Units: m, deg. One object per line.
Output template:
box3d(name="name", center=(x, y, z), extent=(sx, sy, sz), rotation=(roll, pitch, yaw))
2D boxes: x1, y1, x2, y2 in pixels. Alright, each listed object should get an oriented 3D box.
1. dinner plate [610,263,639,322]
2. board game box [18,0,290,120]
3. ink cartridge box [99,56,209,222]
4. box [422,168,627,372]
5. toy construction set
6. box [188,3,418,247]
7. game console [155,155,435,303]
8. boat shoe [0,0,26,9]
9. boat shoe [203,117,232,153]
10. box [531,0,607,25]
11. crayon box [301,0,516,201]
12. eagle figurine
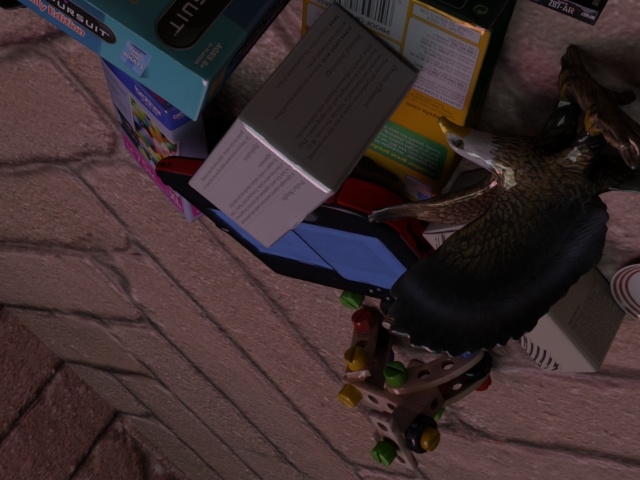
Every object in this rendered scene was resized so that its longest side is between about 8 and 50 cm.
box3d(name="dinner plate", center=(0.425, 0.070, 1.237), extent=(0.141, 0.017, 0.141), rotation=(26, 152, 15))
box3d(name="board game box", center=(-0.190, -0.316, 1.016), extent=(0.336, 0.254, 0.079), rotation=(33, 152, -1))
box3d(name="ink cartridge box", center=(-0.231, -0.180, 1.423), extent=(0.186, 0.065, 0.311), rotation=(47, 157, 25))
box3d(name="box", center=(0.259, 0.041, 1.267), extent=(0.275, 0.113, 0.094), rotation=(47, 151, -22))
box3d(name="toy construction set", center=(0.115, 0.260, 1.631), extent=(0.257, 0.237, 0.309), rotation=(25, 152, 16))
box3d(name="box", center=(-0.021, -0.114, 1.059), extent=(0.119, 0.182, 0.181), rotation=(40, 151, -7))
box3d(name="game console", center=(0.000, 0.000, 1.388), extent=(0.341, 0.060, 0.386), rotation=(7, 161, 27))
box3d(name="boat shoe", center=(-0.367, -0.355, 1.334), extent=(0.080, 0.073, 0.223), rotation=(45, 151, -21))
box3d(name="boat shoe", center=(-0.078, -0.112, 1.424), extent=(0.228, 0.080, 0.076), rotation=(30, 155, 23))
box3d(name="box", center=(0.226, -0.233, 0.890), extent=(0.067, 0.083, 0.018), rotation=(26, 153, 15))
box3d(name="crayon box", center=(0.081, -0.187, 1.119), extent=(0.203, 0.083, 0.323), rotation=(27, 151, 12))
box3d(name="eagle figurine", center=(0.194, -0.046, 1.041), extent=(0.225, 0.226, 0.298), rotation=(44, 120, 17))
